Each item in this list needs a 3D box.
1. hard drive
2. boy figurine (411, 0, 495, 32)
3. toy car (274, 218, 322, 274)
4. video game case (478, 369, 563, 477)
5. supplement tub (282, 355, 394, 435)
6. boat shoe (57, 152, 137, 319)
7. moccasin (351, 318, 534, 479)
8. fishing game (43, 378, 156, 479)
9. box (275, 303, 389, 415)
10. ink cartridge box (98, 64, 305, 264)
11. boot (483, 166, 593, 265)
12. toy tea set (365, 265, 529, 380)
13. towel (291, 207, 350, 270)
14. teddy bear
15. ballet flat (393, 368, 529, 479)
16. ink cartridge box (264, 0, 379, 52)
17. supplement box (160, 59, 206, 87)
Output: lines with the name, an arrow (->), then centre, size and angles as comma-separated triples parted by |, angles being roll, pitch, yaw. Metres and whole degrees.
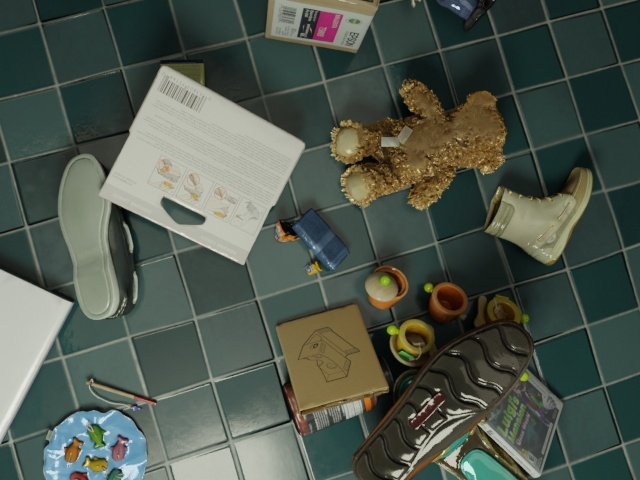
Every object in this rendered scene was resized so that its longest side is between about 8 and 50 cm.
hard drive -> -0.617, 0.210, 1.229 | 0.210, 0.040, 0.319 | 26, 83, -4
boy figurine -> 0.223, -0.546, 1.363 | 0.285, 0.092, 0.177 | 40, 83, -2
toy car -> -0.052, 0.018, 1.306 | 0.040, 0.060, 0.122 | -33, 82, 24
video game case -> 0.376, 0.320, 1.294 | 0.173, 0.022, 0.190 | 44, 46, -2
supplement tub -> 0.035, 0.282, 1.269 | 0.197, 0.106, 0.106 | -19, 88, -10
boat shoe -> -0.403, -0.006, 1.250 | 0.114, 0.091, 0.303 | -7, 86, 19
moccasin -> 0.215, 0.286, 1.167 | 0.139, 0.147, 0.380 | 39, 98, 18
fishing game -> -0.412, 0.397, 1.241 | 0.189, 0.041, 0.264 | 21, 83, -7
box -> 0.017, 0.214, 1.248 | 0.164, 0.021, 0.201 | -14, 45, -7
ink cartridge box -> -0.216, -0.135, 1.260 | 0.296, 0.066, 0.261 | 27, 90, -17
boot -> 0.434, -0.078, 1.360 | 0.165, 0.077, 0.213 | 27, 86, -2
toy tea set -> 0.241, 0.142, 1.263 | 0.336, 0.124, 0.200 | 15, 53, -4
towel -> 0.000, 0.000, 1.314 | 0.119, 0.029, 0.067 | 49, 50, -4
teddy bear -> 0.187, -0.182, 1.334 | 0.338, 0.113, 0.245 | -32, 83, -1
ballet flat -> 0.261, 0.379, 1.285 | 0.123, 0.123, 0.348 | -44, 89, -8
ink cartridge box -> -0.001, -0.437, 1.255 | 0.193, 0.234, 0.088 | 9, 85, -5
supplement box -> -0.261, -0.297, 1.302 | 0.083, 0.056, 0.083 | -3, 86, -7
